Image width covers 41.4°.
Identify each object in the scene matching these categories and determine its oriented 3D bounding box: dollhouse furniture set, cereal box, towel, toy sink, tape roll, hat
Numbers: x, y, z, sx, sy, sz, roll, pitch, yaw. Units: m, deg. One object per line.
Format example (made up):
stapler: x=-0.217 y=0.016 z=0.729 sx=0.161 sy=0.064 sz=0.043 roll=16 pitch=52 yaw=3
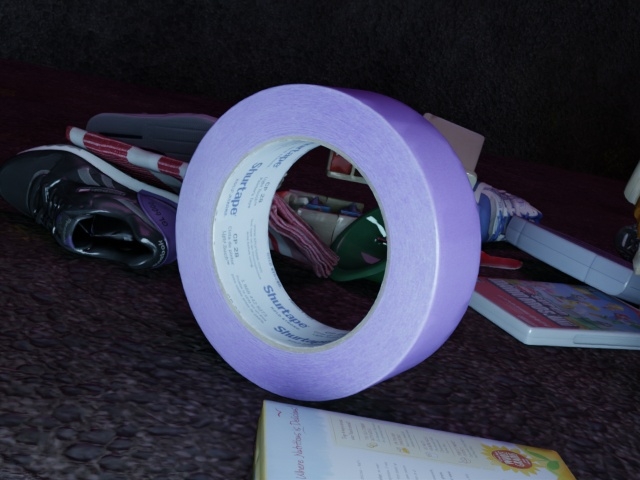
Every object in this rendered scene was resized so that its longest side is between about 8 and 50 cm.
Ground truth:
dollhouse furniture set: x=0.021 y=-0.080 z=1.283 sx=0.129 sy=0.183 sz=0.129 roll=10 pitch=14 yaw=-11
cereal box: x=0.073 y=0.183 z=0.579 sx=0.240 sy=0.047 sz=0.173 roll=11 pitch=14 yaw=-6
towel: x=-0.154 y=-0.050 z=1.111 sx=0.329 sy=0.037 sz=0.237 roll=19 pitch=-13 yaw=28
toy sink: x=0.195 y=-0.097 z=1.493 sx=0.131 sy=0.152 sz=0.234 roll=24 pitch=33 yaw=5
tape roll: x=0.000 y=0.000 z=0.763 sx=0.275 sy=0.274 sz=0.090 roll=21 pitch=17 yaw=29
hat: x=0.140 y=0.051 z=1.178 sx=0.208 sy=0.183 sz=0.173 roll=-21 pitch=29 yaw=31

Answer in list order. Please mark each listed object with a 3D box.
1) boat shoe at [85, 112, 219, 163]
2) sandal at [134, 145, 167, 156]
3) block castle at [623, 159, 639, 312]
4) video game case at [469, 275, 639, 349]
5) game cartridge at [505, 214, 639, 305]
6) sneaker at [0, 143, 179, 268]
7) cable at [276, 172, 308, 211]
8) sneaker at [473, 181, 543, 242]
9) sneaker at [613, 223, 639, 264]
boat shoe: x=-0.272 y=-0.197 z=1.607 sx=0.335 sy=0.121 sz=0.119 roll=13 pitch=18 yaw=9
sandal: x=-0.331 y=-0.133 z=1.444 sx=0.255 sy=0.054 sz=0.097 roll=7 pitch=15 yaw=-23
block castle: x=0.523 y=0.018 z=0.932 sx=0.303 sy=0.213 sz=0.453 roll=14 pitch=43 yaw=1
video game case: x=0.342 y=0.100 z=1.191 sx=0.285 sy=0.025 sz=0.204 roll=6 pitch=15 yaw=-26
game cartridge: x=0.446 y=0.038 z=1.403 sx=0.196 sy=0.060 sz=0.294 roll=22 pitch=8 yaw=-30
sneaker: x=-0.295 y=-0.042 z=1.034 sx=0.283 sy=0.107 sz=0.124 roll=17 pitch=20 yaw=15
cable: x=-0.123 y=-0.067 z=1.247 sx=0.139 sy=0.072 sz=0.287 roll=38 pitch=-16 yaw=-30
sneaker: x=0.347 y=-0.045 z=1.589 sx=0.131 sy=0.111 sz=0.296 roll=18 pitch=16 yaw=19
sneaker: x=0.695 y=0.039 z=1.633 sx=0.272 sy=0.100 sz=0.108 roll=17 pitch=0 yaw=2
